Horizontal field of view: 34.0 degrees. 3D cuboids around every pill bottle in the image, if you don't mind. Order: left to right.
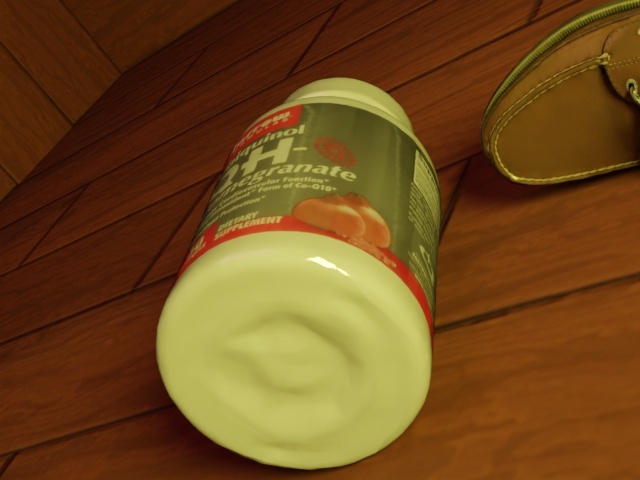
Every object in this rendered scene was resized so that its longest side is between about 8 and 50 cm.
[{"bbox_3d":[0.000,0.000,0.776,0.176,0.176,0.318,-29,23,23],"label":"pill bottle"}]

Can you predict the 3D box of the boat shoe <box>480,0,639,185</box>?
[{"bbox_3d":[0.239,-0.111,0.704,0.307,0.110,0.104,-27,23,29],"label":"boat shoe"}]
